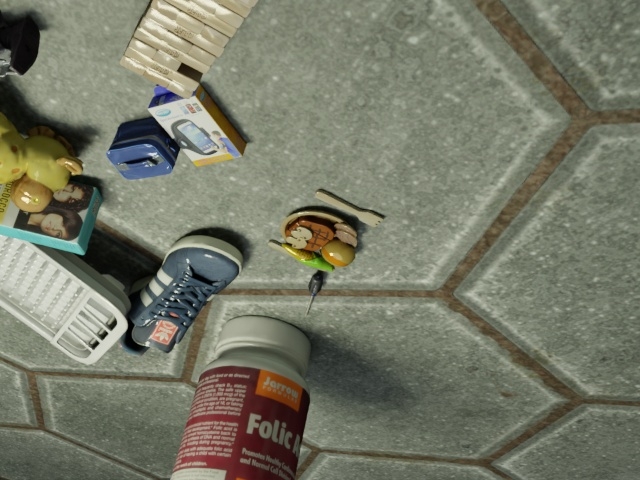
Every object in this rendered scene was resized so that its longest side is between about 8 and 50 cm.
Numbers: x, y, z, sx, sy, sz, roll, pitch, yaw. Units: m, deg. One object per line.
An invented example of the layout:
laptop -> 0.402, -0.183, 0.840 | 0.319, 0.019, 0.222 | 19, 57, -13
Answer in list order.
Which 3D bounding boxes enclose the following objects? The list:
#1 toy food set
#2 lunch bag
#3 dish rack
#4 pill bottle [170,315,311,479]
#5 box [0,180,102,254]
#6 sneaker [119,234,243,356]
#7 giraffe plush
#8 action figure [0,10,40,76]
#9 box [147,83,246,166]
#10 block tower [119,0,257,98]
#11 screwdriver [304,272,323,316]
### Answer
toy food set -> 0.000, 0.000, 1.177 | 0.133, 0.038, 0.192 | 24, 144, -16
lunch bag -> -0.245, -0.125, 1.050 | 0.099, 0.065, 0.067 | -7, 141, 26
dish rack -> -0.498, 0.072, 1.350 | 0.333, 0.072, 0.285 | 38, 141, -10
pill bottle -> -0.142, 0.357, 1.419 | 0.224, 0.392, 0.224 | 8, 146, 5
box -> -0.481, -0.059, 1.176 | 0.245, 0.100, 0.060 | 13, 162, -2
sneaker -> -0.255, 0.114, 1.321 | 0.131, 0.148, 0.350 | 28, 142, -22
giraffe plush -> -0.444, -0.112, 1.080 | 0.171, 0.181, 0.210 | 23, 111, -33
action figure -> -0.502, -0.241, 0.936 | 0.285, 0.099, 0.185 | 0, 158, 25
box -> -0.170, -0.159, 1.014 | 0.081, 0.028, 0.136 | -9, 142, 28
block tower -> -0.105, -0.278, 0.769 | 0.097, 0.090, 0.335 | 25, 144, -19
screwdriver -> -0.013, 0.102, 1.349 | 0.025, 0.024, 0.170 | -15, 154, -12
